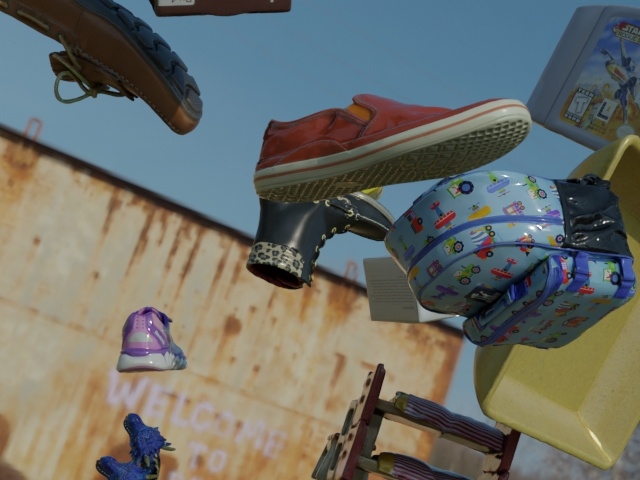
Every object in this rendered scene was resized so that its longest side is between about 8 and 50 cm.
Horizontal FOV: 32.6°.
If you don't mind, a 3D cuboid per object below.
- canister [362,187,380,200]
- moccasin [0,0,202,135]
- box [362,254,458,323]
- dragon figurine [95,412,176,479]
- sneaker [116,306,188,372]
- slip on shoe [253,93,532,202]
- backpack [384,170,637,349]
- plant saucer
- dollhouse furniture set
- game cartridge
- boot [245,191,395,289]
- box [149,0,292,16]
[{"bbox_3d":[0.075,-0.139,2.135,0.126,0.073,0.170,63,0,7],"label":"canister"},{"bbox_3d":[-0.325,-0.269,1.524,0.380,0.147,0.139,38,11,2],"label":"moccasin"},{"bbox_3d":[0.198,0.075,1.937,0.181,0.119,0.182,-8,1,-26],"label":"box"},{"bbox_3d":[-0.155,0.306,1.122,0.144,0.085,0.289,-3,-61,57],"label":"dragon figurine"},{"bbox_3d":[-0.269,0.160,1.756,0.095,0.105,0.236,-4,-7,0],"label":"sneaker"},{"bbox_3d":[0.066,-0.115,1.181,0.331,0.101,0.123,-9,-14,34],"label":"slip on shoe"},{"bbox_3d":[0.148,0.015,0.898,0.173,0.117,0.158,8,-33,-30],"label":"backpack"},{"bbox_3d":[0.316,0.075,1.267,0.081,0.333,0.332,28,-1,44],"label":"plant saucer"},{"bbox_3d":[0.121,0.288,1.503,0.201,0.152,0.374,20,-13,-2],"label":"dollhouse furniture set"},{"bbox_3d":[0.411,-0.204,1.445,0.062,0.198,0.297,15,14,-38],"label":"game cartridge"},{"bbox_3d":[-0.002,0.000,1.636,0.236,0.179,0.085,25,-30,-25],"label":"boot"},{"bbox_3d":[-0.134,-0.386,1.317,0.168,0.167,0.203,-6,35,-18],"label":"box"}]
